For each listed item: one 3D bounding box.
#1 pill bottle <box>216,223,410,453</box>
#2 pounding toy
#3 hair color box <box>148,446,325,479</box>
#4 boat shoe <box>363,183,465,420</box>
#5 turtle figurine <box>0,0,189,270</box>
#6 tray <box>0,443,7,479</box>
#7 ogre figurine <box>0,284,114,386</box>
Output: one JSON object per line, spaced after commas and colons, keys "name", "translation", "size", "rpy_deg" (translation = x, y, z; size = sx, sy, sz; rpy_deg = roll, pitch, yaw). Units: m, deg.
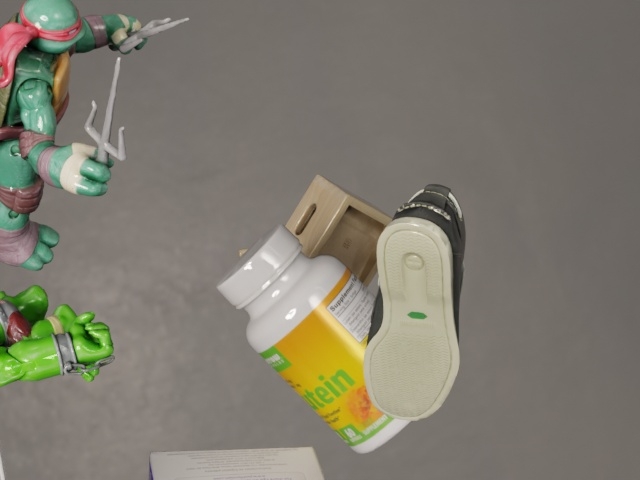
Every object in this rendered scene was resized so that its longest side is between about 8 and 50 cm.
{"name": "pill bottle", "translation": [0.006, 0.103, 1.782], "size": [0.246, 0.136, 0.136], "rpy_deg": [46, 179, -7]}
{"name": "pounding toy", "translation": [0.000, 0.000, 2.018], "size": [0.130, 0.141, 0.100], "rpy_deg": [28, -174, -41]}
{"name": "hair color box", "translation": [-0.065, 0.338, 1.616], "size": [0.339, 0.185, 0.110], "rpy_deg": [-116, 28, -64]}
{"name": "boat shoe", "translation": [0.086, 0.059, 1.393], "size": [0.079, 0.084, 0.233], "rpy_deg": [-67, -16, -50]}
{"name": "turtle figurine", "translation": [-0.174, -0.092, 1.065], "size": [0.234, 0.118, 0.175], "rpy_deg": [123, 168, -49]}
{"name": "tray", "translation": [-0.321, 0.259, 1.479], "size": [0.030, 0.145, 0.270], "rpy_deg": [13, -126, -49]}
{"name": "ogre figurine", "translation": [-0.254, 0.079, 1.261], "size": [0.197, 0.118, 0.097], "rpy_deg": [36, 133, 42]}
